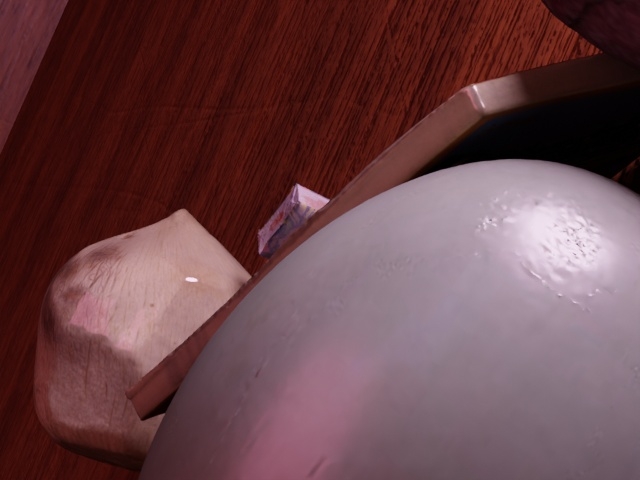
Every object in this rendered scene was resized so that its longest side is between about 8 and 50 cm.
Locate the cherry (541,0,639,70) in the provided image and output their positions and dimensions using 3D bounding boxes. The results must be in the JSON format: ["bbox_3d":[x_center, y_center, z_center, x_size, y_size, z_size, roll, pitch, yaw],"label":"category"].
[{"bbox_3d":[0.199,-0.162,0.883,0.249,0.192,0.175,6,98,26],"label":"cherry"}]

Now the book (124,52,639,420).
[{"bbox_3d":[0.072,-0.006,1.068,0.374,0.262,0.028,-43,69,45],"label":"book"}]

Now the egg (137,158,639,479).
[{"bbox_3d":[0.050,0.139,0.886,0.389,0.276,0.276,-59,23,13],"label":"egg"}]

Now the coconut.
[{"bbox_3d":[-0.140,0.081,1.488,0.224,0.224,0.224,-48,28,36],"label":"coconut"}]

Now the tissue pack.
[{"bbox_3d":[0.000,0.000,1.397,0.063,0.083,0.035,-51,28,31],"label":"tissue pack"}]
